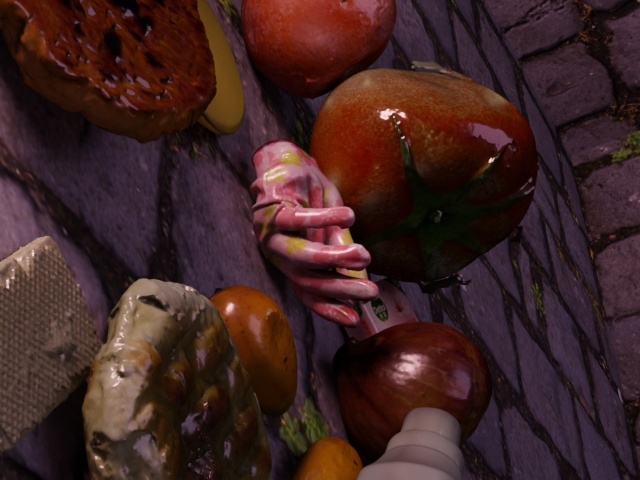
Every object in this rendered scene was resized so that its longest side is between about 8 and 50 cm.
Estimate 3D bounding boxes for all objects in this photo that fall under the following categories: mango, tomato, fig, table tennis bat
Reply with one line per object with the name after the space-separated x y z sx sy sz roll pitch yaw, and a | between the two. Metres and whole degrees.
0.003 0.276 1.388 0.098 0.075 0.190 58 29 -25 | mango
0.130 -0.100 1.737 0.303 0.303 0.239 52 17 -41 | tomato
-0.008 -0.295 1.737 0.184 0.208 0.208 54 19 4 | tomato
0.103 0.183 1.607 0.205 0.205 0.205 53 25 -39 | fig
-0.162 -0.204 1.470 0.224 0.054 0.369 63 17 -12 | table tennis bat
-0.069 0.108 1.338 0.165 0.089 0.115 43 33 -57 | mango

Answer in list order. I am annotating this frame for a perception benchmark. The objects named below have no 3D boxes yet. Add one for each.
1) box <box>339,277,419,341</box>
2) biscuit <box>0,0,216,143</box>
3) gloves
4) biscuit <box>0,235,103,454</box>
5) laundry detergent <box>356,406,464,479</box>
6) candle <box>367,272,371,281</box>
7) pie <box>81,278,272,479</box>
0.077 0.102 1.756 0.089 0.043 0.125 62 28 5 | box
-0.224 -0.236 1.233 0.289 0.081 0.334 25 42 -43 | biscuit
-0.012 0.002 1.559 0.145 0.126 0.241 84 -5 -59 | gloves
-0.231 0.076 1.011 0.199 0.040 0.121 -52 122 -69 | biscuit
0.078 0.347 1.320 0.398 0.124 0.264 -70 149 -45 | laundry detergent
0.063 0.061 1.839 0.026 0.021 0.167 46 31 -50 | candle
-0.114 0.174 1.135 0.306 0.071 0.306 -12 90 -71 | pie
